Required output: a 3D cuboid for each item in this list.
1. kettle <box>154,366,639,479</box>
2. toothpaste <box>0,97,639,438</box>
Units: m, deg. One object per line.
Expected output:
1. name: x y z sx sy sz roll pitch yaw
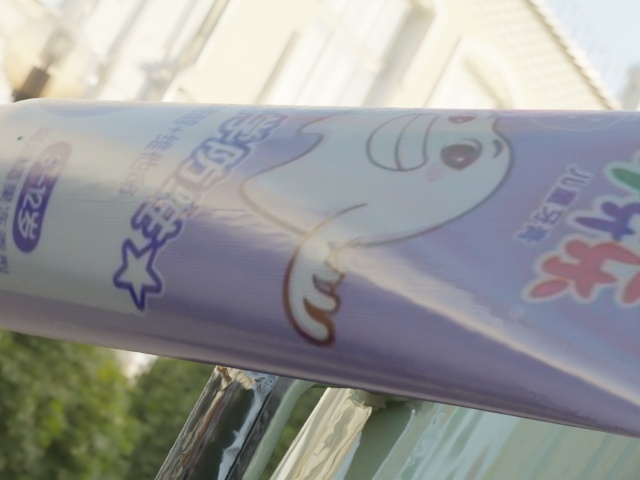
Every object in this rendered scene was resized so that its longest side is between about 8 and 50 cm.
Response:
1. kettle: 0.036 0.193 1.160 0.250 0.377 0.361 15 -32 39
2. toothpaste: 0.000 0.000 0.563 0.371 0.125 0.080 6 -48 41
